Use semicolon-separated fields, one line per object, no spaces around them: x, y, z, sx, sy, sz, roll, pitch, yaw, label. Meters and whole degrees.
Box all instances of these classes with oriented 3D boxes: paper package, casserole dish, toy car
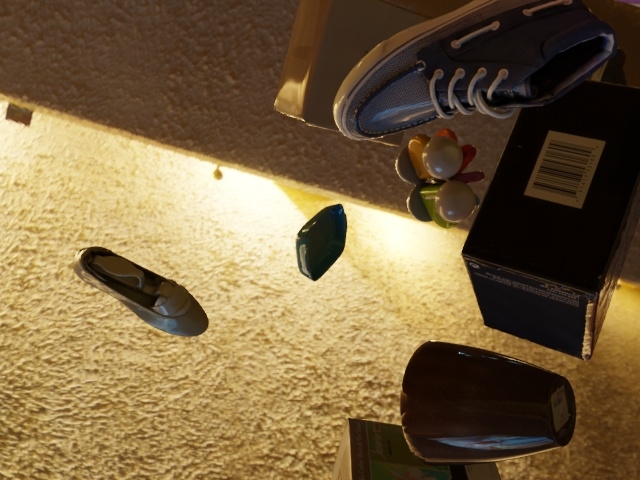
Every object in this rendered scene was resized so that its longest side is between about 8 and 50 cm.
0.083;-0.420;1.654;0.310;0.168;0.324;8;-76;-32;paper package
0.000;0.000;1.306;0.188;0.037;0.114;-45;-44;-54;casserole dish
0.233;-0.116;1.260;0.136;0.159;0.181;-20;-82;-20;toy car

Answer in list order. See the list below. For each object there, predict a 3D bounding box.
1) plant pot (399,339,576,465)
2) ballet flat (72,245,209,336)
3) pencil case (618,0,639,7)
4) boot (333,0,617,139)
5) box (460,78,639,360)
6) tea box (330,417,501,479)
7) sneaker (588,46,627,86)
0.285;0.271;1.130;0.215;0.231;0.215;10;-103;-48;plant pot
-0.286;0.081;1.128;0.249;0.086;0.086;29;-116;-14;ballet flat
0.158;-0.190;0.384;0.206;0.086;0.088;10;-97;-25;pencil case
0.102;-0.114;0.480;0.069;0.190;0.086;50;-168;-45;boot
0.346;-0.023;0.986;0.296;0.183;0.294;-64;-28;-16;box
0.181;0.592;1.473;0.324;0.220;0.328;10;-66;-6;tea box
0.509;-0.214;1.124;0.226;0.164;0.086;-63;-27;-20;sneaker
